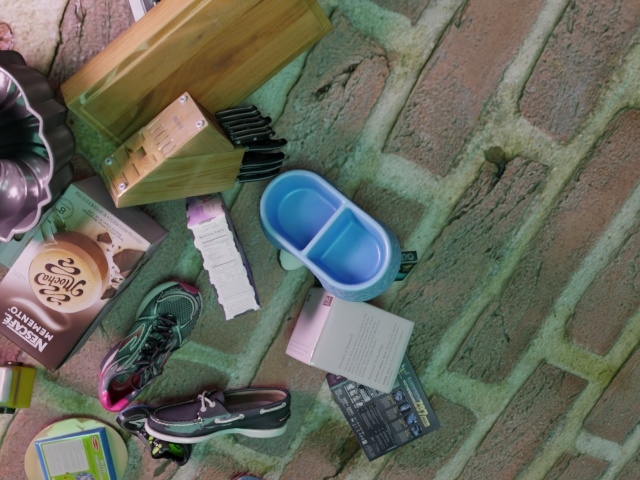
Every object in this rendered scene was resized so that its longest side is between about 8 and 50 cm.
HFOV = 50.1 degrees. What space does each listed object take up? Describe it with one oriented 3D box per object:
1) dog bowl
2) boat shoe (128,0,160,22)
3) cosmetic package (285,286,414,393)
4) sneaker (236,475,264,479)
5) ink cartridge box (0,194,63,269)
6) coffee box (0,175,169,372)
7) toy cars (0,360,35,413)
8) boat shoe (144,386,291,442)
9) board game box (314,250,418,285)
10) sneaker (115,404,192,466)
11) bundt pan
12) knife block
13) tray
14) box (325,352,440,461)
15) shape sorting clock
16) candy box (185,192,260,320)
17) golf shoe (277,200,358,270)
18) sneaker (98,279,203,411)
[{"bbox_3d":[0.011,-0.016,1.249,0.297,0.074,0.166,40,89,11],"label":"dog bowl"},{"bbox_3d":[-0.277,-0.408,1.111,0.076,0.080,0.228,-17,116,-10],"label":"boat shoe"},{"bbox_3d":[0.056,0.194,1.361,0.184,0.151,0.151,23,81,-18],"label":"cosmetic package"},{"bbox_3d":[-0.103,0.691,1.580,0.319,0.127,0.208,30,102,-11],"label":"sneaker"},{"bbox_3d":[-0.465,0.021,1.280,0.232,0.066,0.189,38,102,-1],"label":"ink cartridge box"},{"bbox_3d":[-0.428,0.057,1.197,0.168,0.119,0.297,38,102,-5],"label":"coffee box"},{"bbox_3d":[-0.648,0.184,1.228,0.087,0.176,0.393,-8,121,34],"label":"toy cars"},{"bbox_3d":[-0.209,0.352,1.429,0.303,0.114,0.091,1,113,-24],"label":"boat shoe"},{"bbox_3d":[0.088,0.057,1.358,0.186,0.126,0.026,-4,71,-9],"label":"board game box"},{"bbox_3d":[-0.344,0.411,1.438,0.067,0.078,0.188,-44,113,9],"label":"sneaker"},{"bbox_3d":[-0.536,-0.169,1.093,0.331,0.124,0.330,6,116,13],"label":"bundt pan"},{"bbox_3d":[-0.200,-0.131,1.181,0.276,0.088,0.242,-38,149,6],"label":"knife block"},{"bbox_3d":[-0.197,-0.303,1.130,0.411,0.076,0.203,-37,138,7],"label":"tray"},{"bbox_3d":[0.141,0.358,1.520,0.184,0.059,0.232,-27,114,1],"label":"box"},{"bbox_3d":[-0.515,0.464,1.448,0.206,0.040,0.206,-3,109,-10],"label":"shape sorting clock"},{"bbox_3d":[-0.181,0.019,1.258,0.070,0.165,0.196,-20,114,-4],"label":"candy box"},{"bbox_3d":[0.000,0.000,1.326,0.198,0.094,0.077,-38,115,8],"label":"golf shoe"},{"bbox_3d":[-0.329,0.210,1.340,0.121,0.112,0.299,31,103,-21],"label":"sneaker"}]
